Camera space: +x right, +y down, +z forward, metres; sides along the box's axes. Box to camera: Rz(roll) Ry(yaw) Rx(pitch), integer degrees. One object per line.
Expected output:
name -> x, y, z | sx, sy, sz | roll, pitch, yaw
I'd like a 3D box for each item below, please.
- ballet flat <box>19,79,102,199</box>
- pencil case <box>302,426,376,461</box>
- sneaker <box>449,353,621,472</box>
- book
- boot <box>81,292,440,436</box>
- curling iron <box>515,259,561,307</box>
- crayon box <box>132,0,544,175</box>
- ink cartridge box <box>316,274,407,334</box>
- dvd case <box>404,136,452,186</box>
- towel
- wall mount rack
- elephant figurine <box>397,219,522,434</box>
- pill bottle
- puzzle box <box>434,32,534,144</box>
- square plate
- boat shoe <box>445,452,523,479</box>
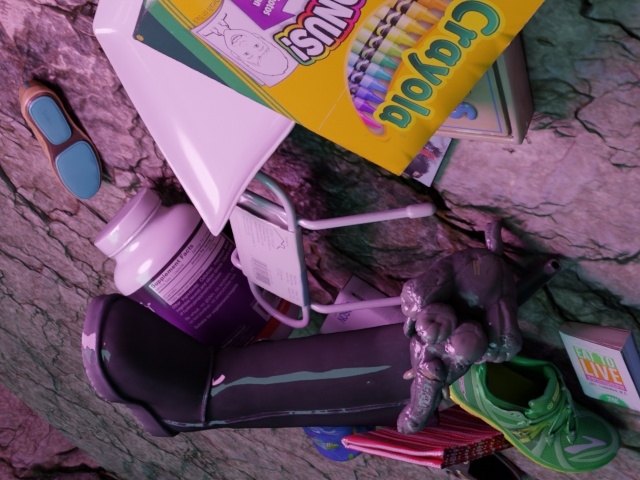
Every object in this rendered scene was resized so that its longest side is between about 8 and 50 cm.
ballet flat -> -0.418, -0.166, 1.846 | 0.073, 0.080, 0.232 | 47, 162, 43
pencil case -> 0.015, 0.281, 1.932 | 0.133, 0.119, 0.306 | 26, 163, 24
sneaker -> 0.307, 0.239, 1.610 | 0.295, 0.109, 0.123 | 29, 155, -14
book -> 0.386, 0.169, 1.546 | 0.096, 0.035, 0.144 | 12, 145, 41
boot -> -0.069, 0.174, 1.625 | 0.445, 0.146, 0.367 | -2, 155, 13
curling iron -> 0.265, 0.087, 1.542 | 0.068, 0.035, 0.274 | 23, 149, 0
crayon box -> 0.016, -0.243, 1.051 | 0.313, 0.106, 0.363 | 27, 151, -6
ink cartridge box -> 0.108, 0.172, 1.811 | 0.224, 0.045, 0.223 | 32, 151, 5
dvd case -> 0.114, -0.121, 1.411 | 0.087, 0.013, 0.119 | 31, 150, 7
towel -> 0.194, 0.289, 1.724 | 0.199, 0.275, 0.031 | 2, 95, 45
wall mount rack -> 0.000, 0.000, 1.601 | 0.304, 0.130, 0.350 | 26, 150, 23
elephant figurine -> 0.168, 0.121, 1.493 | 0.239, 0.186, 0.169 | 97, 150, -63
pill bottle -> -0.201, 0.067, 1.834 | 0.323, 0.181, 0.181 | 43, 150, -14
puzzle box -> 0.056, -0.257, 1.163 | 0.272, 0.052, 0.409 | 8, 147, 26
square plate -> -0.154, -0.217, 1.396 | 0.344, 0.049, 0.347 | 59, 151, 9
boat shoe -> 0.246, 0.360, 1.919 | 0.228, 0.081, 0.069 | 37, 149, -18
